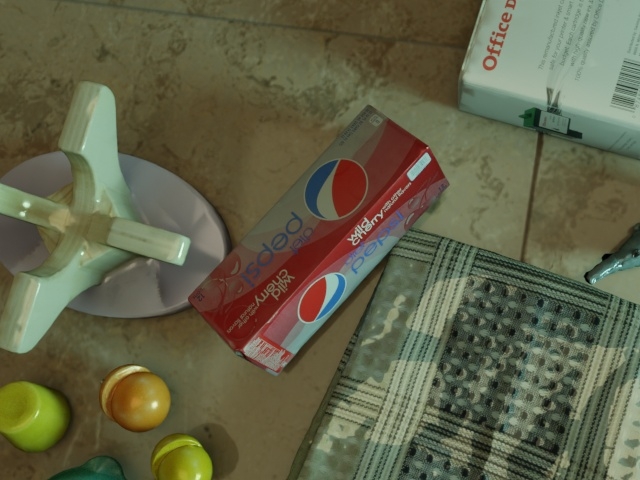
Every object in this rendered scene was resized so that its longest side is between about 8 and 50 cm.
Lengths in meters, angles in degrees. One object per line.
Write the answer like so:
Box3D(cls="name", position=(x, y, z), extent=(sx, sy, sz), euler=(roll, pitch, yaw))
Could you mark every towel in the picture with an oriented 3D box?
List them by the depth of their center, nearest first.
Box3D(cls="towel", position=(0.151, 0.172, 0.685), extent=(0.312, 0.056, 0.324), euler=(21, 80, 17))

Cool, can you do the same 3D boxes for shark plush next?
Box3D(cls="shark plush", position=(0.323, -0.010, 0.712), extent=(0.161, 0.067, 0.073), euler=(-17, 80, 5))

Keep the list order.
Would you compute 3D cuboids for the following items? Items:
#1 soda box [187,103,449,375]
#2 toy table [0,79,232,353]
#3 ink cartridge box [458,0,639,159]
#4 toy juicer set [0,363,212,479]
Box3D(cls="soda box", position=(0.000, 0.000, 0.733), extent=(0.263, 0.083, 0.092), euler=(-47, 57, -2))
Box3D(cls="toy table", position=(-0.237, -0.014, 0.740), extent=(0.274, 0.161, 0.252), euler=(4, 82, 7))
Box3D(cls="ink cartridge box", position=(0.260, -0.185, 0.733), extent=(0.219, 0.092, 0.160), euler=(18, 84, 10))
Box3D(cls="toy juicer set", position=(-0.197, 0.276, 0.715), extent=(0.209, 0.089, 0.329), euler=(-14, 64, -3))
